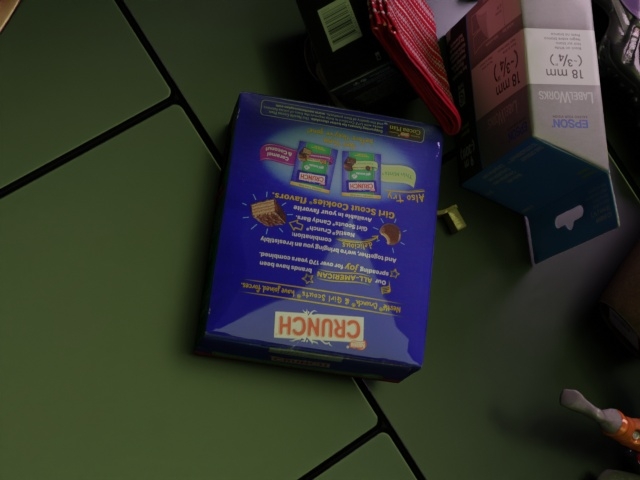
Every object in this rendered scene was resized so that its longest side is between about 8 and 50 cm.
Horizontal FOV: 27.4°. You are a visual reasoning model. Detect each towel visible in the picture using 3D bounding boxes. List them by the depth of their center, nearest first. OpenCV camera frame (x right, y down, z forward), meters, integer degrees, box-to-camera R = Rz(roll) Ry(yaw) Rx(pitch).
[{"bbox_3d":[0.112,-0.278,1.667,0.199,0.031,0.275,50,23,-37],"label":"towel"}]

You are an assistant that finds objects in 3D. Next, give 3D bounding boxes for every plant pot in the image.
[{"bbox_3d":[0.490,0.052,1.749,0.230,0.215,0.215,-37,90,-6],"label":"plant pot"}]

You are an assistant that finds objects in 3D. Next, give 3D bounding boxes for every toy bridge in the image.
[{"bbox_3d":[0.104,-0.005,1.728,0.188,0.026,0.063,-28,85,-19],"label":"toy bridge"}]

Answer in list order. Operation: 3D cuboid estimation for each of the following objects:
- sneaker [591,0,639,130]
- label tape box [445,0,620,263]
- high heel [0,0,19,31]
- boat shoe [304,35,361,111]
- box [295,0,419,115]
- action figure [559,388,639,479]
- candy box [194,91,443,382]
[{"bbox_3d":[0.438,-0.232,1.852,0.124,0.107,0.283,-3,75,-2],"label":"sneaker"},{"bbox_3d":[0.265,-0.154,1.694,0.105,0.240,0.334,-1,78,-17],"label":"label tape box"},{"bbox_3d":[-0.399,-0.245,1.614,0.117,0.082,0.244,-5,69,-13],"label":"high heel"},{"bbox_3d":[0.018,-0.217,1.743,0.049,0.043,0.137,-18,82,-19],"label":"boat shoe"},{"bbox_3d":[0.055,-0.257,1.682,0.093,0.158,0.156,-25,73,20],"label":"box"},{"bbox_3d":[0.432,0.295,1.661,0.341,0.178,0.330,-42,117,-16],"label":"action figure"},{"bbox_3d":[0.000,0.000,1.628,0.268,0.122,0.317,10,70,-7],"label":"candy box"}]
